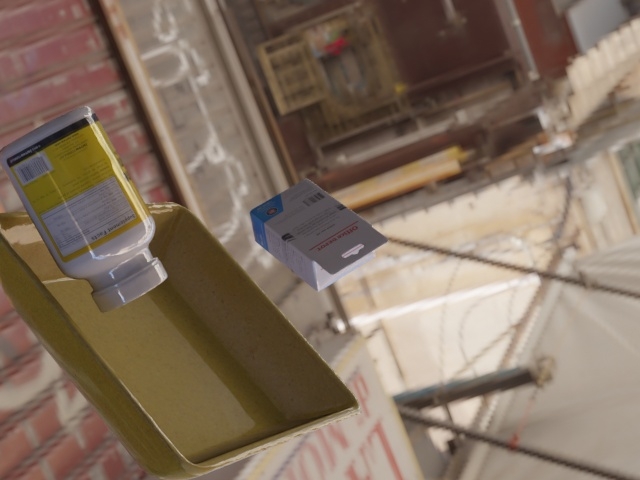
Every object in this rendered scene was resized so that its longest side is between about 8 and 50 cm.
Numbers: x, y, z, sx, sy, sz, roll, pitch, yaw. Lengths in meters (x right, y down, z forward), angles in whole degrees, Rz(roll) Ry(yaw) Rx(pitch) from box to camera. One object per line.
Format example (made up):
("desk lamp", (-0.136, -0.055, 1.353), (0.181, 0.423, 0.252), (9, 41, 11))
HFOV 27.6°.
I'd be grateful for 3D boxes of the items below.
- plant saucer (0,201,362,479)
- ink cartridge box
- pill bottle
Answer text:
("plant saucer", (-0.157, 0.106, 1.342), (0.081, 0.333, 0.332), (-50, 160, 22))
("ink cartridge box", (0.000, 0.000, 1.757), (0.104, 0.060, 0.180), (-30, -133, -25))
("pill bottle", (-0.223, -0.028, 1.253), (0.103, 0.184, 0.103), (-27, -172, 4))
